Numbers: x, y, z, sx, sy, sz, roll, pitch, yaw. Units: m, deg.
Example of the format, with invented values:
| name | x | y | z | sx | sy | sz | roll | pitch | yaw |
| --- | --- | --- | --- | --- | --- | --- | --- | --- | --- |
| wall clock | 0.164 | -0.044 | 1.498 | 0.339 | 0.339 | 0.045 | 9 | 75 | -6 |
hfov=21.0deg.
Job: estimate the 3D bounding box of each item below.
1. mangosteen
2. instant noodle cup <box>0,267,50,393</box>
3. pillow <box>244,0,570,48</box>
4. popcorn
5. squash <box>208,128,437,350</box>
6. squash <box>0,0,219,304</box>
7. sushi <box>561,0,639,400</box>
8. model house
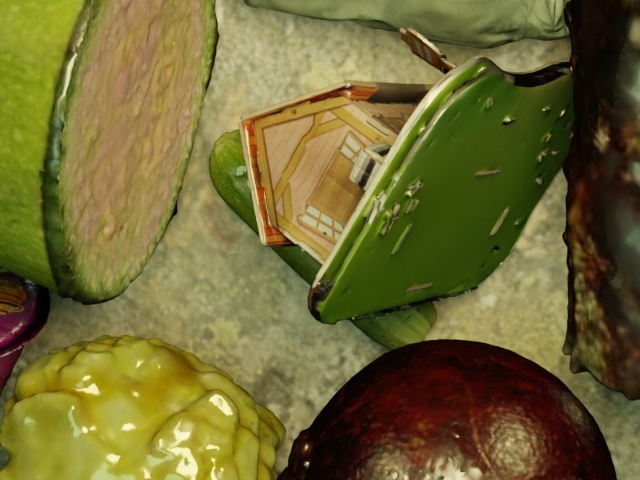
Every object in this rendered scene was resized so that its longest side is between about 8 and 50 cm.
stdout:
| name | x | y | z | sx | sy | sz | roll | pitch | yaw |
| --- | --- | --- | --- | --- | --- | --- | --- | --- | --- |
| mangosteen | 0.103 | 0.230 | 1.294 | 0.293 | 0.297 | 0.297 | 35 | 110 | 4 |
| instant noodle cup | -0.363 | 0.094 | 1.391 | 0.251 | 0.251 | 0.190 | 25 | 118 | 5 |
| pillow | 0.040 | -0.246 | 1.197 | 0.283 | 0.310 | 0.138 | 4 | 62 | 16 |
| popcorn | -0.143 | 0.192 | 1.384 | 0.255 | 0.195 | 0.256 | -32 | 91 | -18 |
| squash | 0.000 | 0.000 | 1.368 | 0.229 | 0.066 | 0.066 | 43 | 110 | -3 |
| squash | -0.267 | -0.134 | 1.270 | 0.309 | 0.310 | 0.310 | 14 | 108 | 11 |
| sushi | 0.305 | -0.060 | 1.166 | 0.281 | 0.299 | 0.294 | 6 | 106 | 31 |
| model house | 0.058 | -0.073 | 1.243 | 0.154 | 0.294 | 0.207 | 37 | 111 | 22 |
